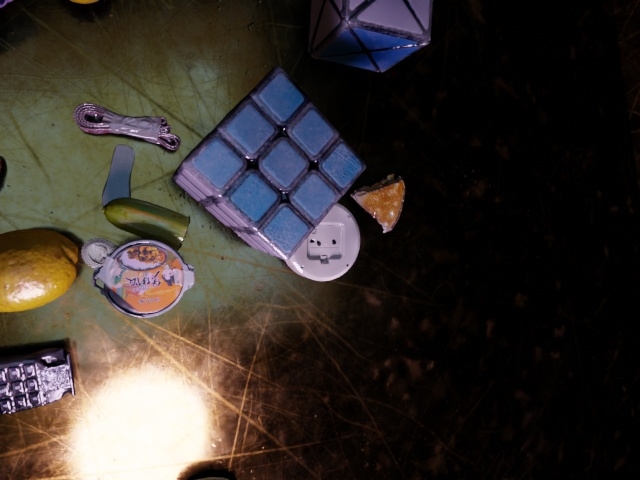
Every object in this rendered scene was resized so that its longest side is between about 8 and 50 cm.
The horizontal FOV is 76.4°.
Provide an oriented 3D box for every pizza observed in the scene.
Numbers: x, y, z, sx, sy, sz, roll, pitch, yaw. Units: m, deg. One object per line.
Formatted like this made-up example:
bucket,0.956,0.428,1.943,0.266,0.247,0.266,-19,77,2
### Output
pizza,0.171,-0.123,1.250,0.195,0.052,0.185,9,97,-29

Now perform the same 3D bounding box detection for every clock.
clock,-0.527,0.033,0.972,0.083,0.010,0.074,41,78,-20
clock,0.000,0.000,1.168,0.230,0.083,0.231,-3,97,-23

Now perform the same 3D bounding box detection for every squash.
squash,-0.414,-0.050,0.966,0.187,0.095,0.095,25,84,-27

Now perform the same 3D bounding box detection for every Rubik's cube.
Rubik's cube,-0.134,-0.165,0.976,0.305,0.303,0.301,42,77,-19
Rubik's cube,0.129,-0.632,1.083,0.259,0.259,0.255,1,92,-25

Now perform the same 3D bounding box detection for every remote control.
remote control,-0.753,0.318,0.859,0.398,0.062,0.145,-7,103,-25

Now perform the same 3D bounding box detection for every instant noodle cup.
instant noodle cup,-0.414,0.083,0.962,0.208,0.125,0.178,17,86,-24

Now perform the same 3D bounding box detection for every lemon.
lemon,-0.620,0.062,0.850,0.207,0.170,0.170,-14,100,-26

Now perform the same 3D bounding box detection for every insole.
insole,-0.485,-0.135,0.977,0.063,0.010,0.192,9,91,-23

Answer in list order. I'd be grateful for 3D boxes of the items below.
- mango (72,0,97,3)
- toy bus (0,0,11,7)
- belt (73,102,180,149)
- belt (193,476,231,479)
mango,-0.509,-0.613,0.889,0.130,0.091,0.195,38,74,-20
toy bus,-0.760,-0.633,0.713,0.249,0.209,0.440,-29,103,-21
belt,-0.449,-0.271,0.961,0.231,0.053,0.072,9,89,-24
belt,-0.296,0.705,1.085,0.147,0.082,0.163,-44,113,-4
